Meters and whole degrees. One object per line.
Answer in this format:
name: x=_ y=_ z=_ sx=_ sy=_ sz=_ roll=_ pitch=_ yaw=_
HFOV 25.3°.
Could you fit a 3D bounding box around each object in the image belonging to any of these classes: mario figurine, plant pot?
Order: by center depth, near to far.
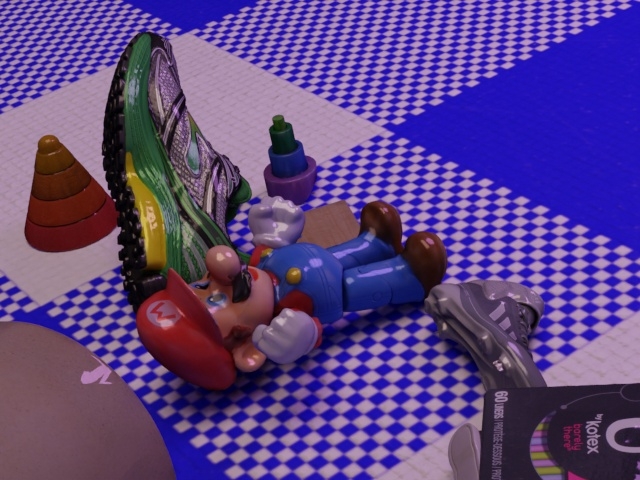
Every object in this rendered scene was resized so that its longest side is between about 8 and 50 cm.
plant pot: x=-0.286 y=0.229 z=1.053 sx=0.256 sy=0.256 sz=0.274 roll=8 pitch=24 yaw=28
mario figurine: x=-0.034 y=0.032 z=1.409 sx=0.320 sy=0.170 sz=0.198 roll=-20 pitch=-2 yaw=-28

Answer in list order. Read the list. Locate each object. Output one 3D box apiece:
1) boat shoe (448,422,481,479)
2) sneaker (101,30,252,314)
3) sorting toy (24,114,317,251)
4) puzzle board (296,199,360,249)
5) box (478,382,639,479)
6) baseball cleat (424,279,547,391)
boat shoe: x=0.133 y=0.209 z=1.211 sx=0.046 sy=0.038 sz=0.125 roll=-48 pitch=20 yaw=25
sneaker: x=-0.161 y=-0.077 z=1.592 sx=0.146 sy=0.134 sz=0.343 roll=-4 pitch=68 yaw=-20
sorting toy: x=-0.190 y=-0.088 z=1.696 sx=0.365 sy=0.126 sz=0.127 roll=-9 pitch=32 yaw=6
puzzle board: x=0.000 y=0.000 z=1.606 sx=0.096 sy=0.011 sz=0.128 roll=-17 pitch=32 yaw=-7
box: x=0.260 y=0.208 z=1.074 sx=0.270 sy=0.143 sz=0.165 roll=-4 pitch=33 yaw=11
baseball cleat: x=0.182 y=0.089 z=1.355 sx=0.109 sy=0.072 sz=0.206 roll=-15 pitch=35 yaw=-19
